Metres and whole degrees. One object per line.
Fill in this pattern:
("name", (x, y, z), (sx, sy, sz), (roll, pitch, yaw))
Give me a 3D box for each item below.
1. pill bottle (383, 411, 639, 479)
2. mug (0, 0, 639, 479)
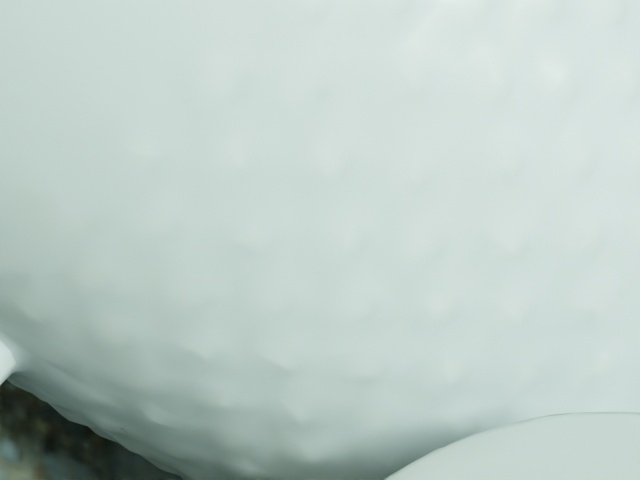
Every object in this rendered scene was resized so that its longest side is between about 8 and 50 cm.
("pill bottle", (0.093, 0.192, 0.439), (0.161, 0.161, 0.283), (-67, 144, -49))
("mug", (0.000, 0.000, 0.524), (0.328, 0.276, 0.374), (38, 70, -27))
